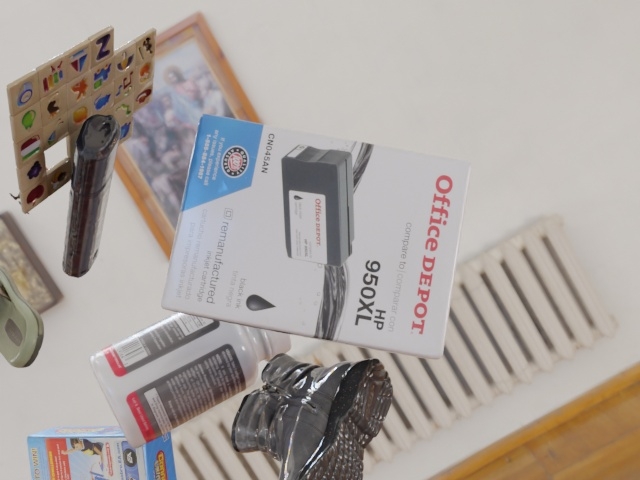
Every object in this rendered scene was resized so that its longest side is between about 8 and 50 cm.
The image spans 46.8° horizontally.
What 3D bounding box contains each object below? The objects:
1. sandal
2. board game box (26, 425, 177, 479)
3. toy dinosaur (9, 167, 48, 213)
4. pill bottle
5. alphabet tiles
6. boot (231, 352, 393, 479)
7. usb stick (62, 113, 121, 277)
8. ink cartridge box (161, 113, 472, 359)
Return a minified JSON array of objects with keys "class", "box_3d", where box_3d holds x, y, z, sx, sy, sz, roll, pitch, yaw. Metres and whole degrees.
[{"class":"sandal","box_3d":[-0.574,0.117,1.267,0.302,0.120,0.086,24,10,41]},{"class":"board game box","box_3d":[-0.416,0.520,1.435,0.301,0.308,0.086,-8,-1,28]},{"class":"toy dinosaur","box_3d":[-0.545,-0.104,1.397,0.082,0.047,0.090,-46,-4,-19]},{"class":"pill bottle","box_3d":[-0.218,0.206,1.279,0.318,0.176,0.176,-26,5,-20]},{"class":"alphabet tiles","box_3d":[-0.281,-0.164,0.902,0.237,0.009,0.198,-49,-14,-40]},{"class":"boot","box_3d":[-0.047,0.308,1.070,0.222,0.118,0.338,-7,32,37]},{"class":"usb stick","box_3d":[-0.297,-0.048,0.948,0.278,0.045,0.077,120,161,-49]},{"class":"ink cartridge box","box_3d":[0.000,0.000,1.085,0.394,0.286,0.166,10,-7,2]}]
